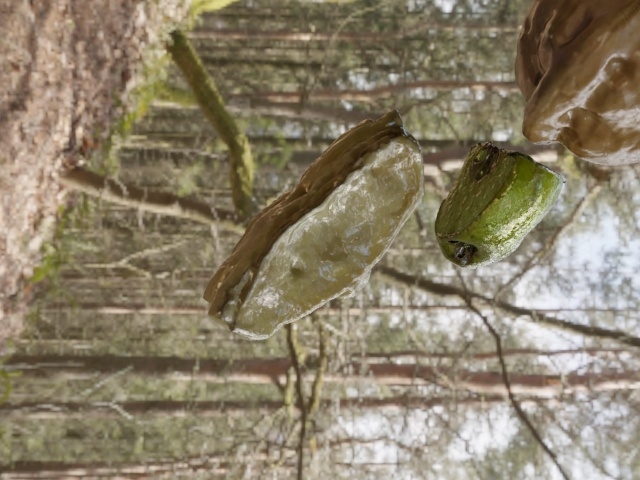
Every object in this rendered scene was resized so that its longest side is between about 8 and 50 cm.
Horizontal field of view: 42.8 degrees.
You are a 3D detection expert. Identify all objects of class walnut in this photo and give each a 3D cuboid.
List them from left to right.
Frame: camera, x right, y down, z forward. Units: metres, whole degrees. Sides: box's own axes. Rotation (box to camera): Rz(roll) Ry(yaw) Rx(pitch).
[{"bbox_3d":[0.514,-0.307,1.416,0.383,0.384,0.383,-179,-90,-89],"label":"walnut"}]

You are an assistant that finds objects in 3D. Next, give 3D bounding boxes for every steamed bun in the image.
[{"bbox_3d":[0.000,0.000,1.307,0.247,0.428,0.189,49,-15,-31],"label":"steamed bun"}]

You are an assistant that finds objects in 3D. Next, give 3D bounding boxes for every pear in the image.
[{"bbox_3d":[0.348,-0.053,1.617,0.255,0.164,0.238,-61,-164,3],"label":"pear"}]
